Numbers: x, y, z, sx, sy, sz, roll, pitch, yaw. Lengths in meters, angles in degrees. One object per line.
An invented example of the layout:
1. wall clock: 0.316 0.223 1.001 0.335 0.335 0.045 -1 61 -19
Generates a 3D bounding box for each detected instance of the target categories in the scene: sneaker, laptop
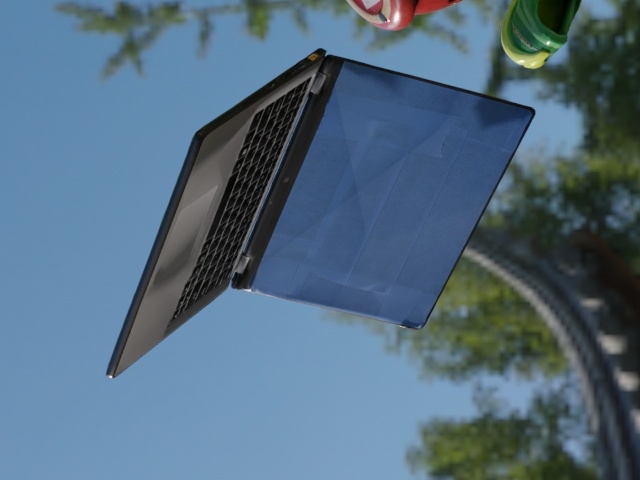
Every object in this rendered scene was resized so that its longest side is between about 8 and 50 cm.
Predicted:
1. sneaker: 0.339 -0.393 2.535 0.109 0.123 0.295 15 -107 -29
2. laptop: 0.000 0.000 2.062 0.408 0.236 0.382 -39 -21 -49

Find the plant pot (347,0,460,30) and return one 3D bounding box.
1. plant pot: 0.113 -0.369 2.197 0.174 0.191 0.191 -34 -55 -20
